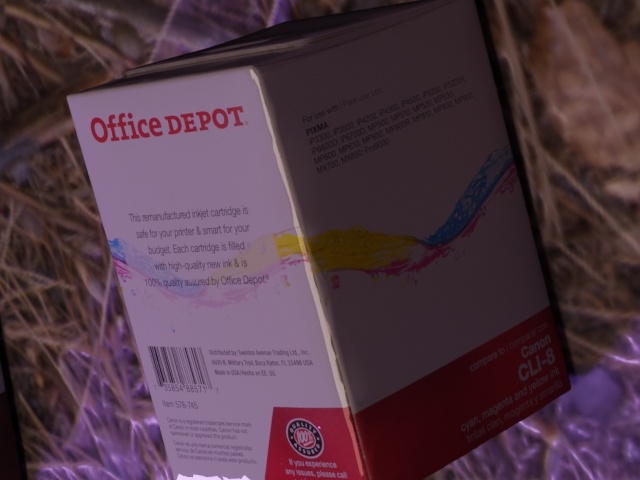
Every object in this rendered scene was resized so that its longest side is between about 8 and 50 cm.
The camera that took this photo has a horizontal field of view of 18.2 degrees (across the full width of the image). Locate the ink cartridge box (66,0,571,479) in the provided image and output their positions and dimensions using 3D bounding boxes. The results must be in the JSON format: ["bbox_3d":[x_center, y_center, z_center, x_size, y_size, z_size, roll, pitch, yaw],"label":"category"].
[{"bbox_3d":[0.000,0.000,0.818,0.128,0.127,0.176,-2,108,49],"label":"ink cartridge box"}]

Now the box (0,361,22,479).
[{"bbox_3d":[-0.375,0.092,1.228,0.381,0.191,0.143,12,117,45],"label":"box"}]
